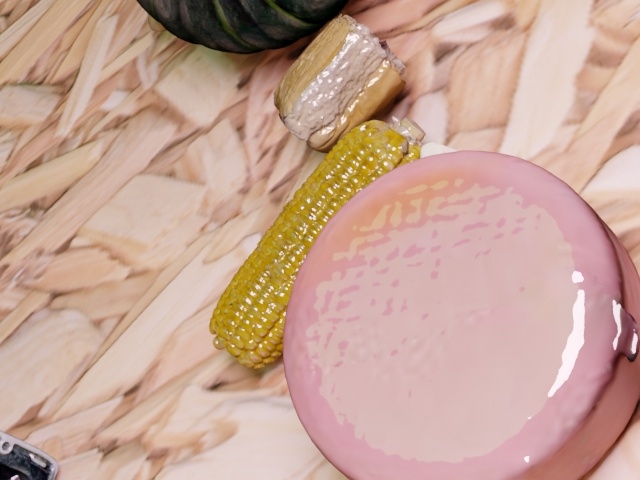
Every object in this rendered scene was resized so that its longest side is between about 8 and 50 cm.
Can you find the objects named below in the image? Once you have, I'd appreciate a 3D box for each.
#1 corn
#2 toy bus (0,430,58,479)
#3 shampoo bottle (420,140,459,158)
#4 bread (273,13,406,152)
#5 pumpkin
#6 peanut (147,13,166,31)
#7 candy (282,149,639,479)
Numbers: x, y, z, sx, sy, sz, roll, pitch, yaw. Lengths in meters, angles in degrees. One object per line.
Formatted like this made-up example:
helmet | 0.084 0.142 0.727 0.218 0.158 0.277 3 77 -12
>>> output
corn | 0.000 0.000 1.183 0.238 0.080 0.080 -51 41 2
toy bus | -0.352 0.280 1.277 0.167 0.138 0.275 8 71 47
shampoo bottle | 0.094 -0.004 1.126 0.034 0.049 0.141 -14 58 31
bread | 0.017 -0.125 1.232 0.106 0.082 0.125 -56 12 7
pumpkin | -0.057 -0.281 1.292 0.250 0.216 0.250 5 97 42
peanut | -0.095 -0.259 1.449 0.187 0.082 0.082 -37 44 21
candy | 0.100 0.063 1.005 0.255 0.094 0.255 -11 65 25
